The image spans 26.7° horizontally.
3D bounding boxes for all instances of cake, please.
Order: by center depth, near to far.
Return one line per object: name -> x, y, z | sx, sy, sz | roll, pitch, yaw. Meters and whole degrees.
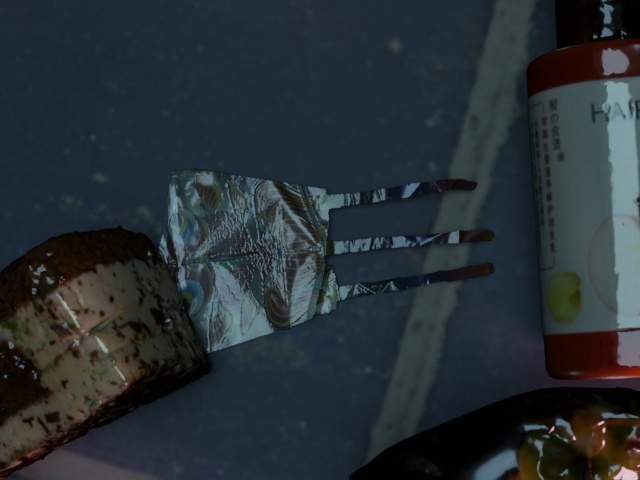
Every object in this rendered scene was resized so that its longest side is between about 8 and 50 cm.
cake -> -0.207, 0.091, 0.860 | 0.246, 0.135, 0.112 | -29, 82, 7

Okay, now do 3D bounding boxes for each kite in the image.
kite -> 0.000, 0.000, 0.900 | 0.229, 0.016, 0.127 | -10, 88, 8

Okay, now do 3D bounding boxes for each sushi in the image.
sushi -> 0.116, 0.185, 0.767 | 0.204, 0.200, 0.213 | -7, 92, 19

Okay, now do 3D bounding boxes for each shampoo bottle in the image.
shampoo bottle -> 0.181, -0.056, 0.832 | 0.104, 0.104, 0.278 | -4, 85, 8
